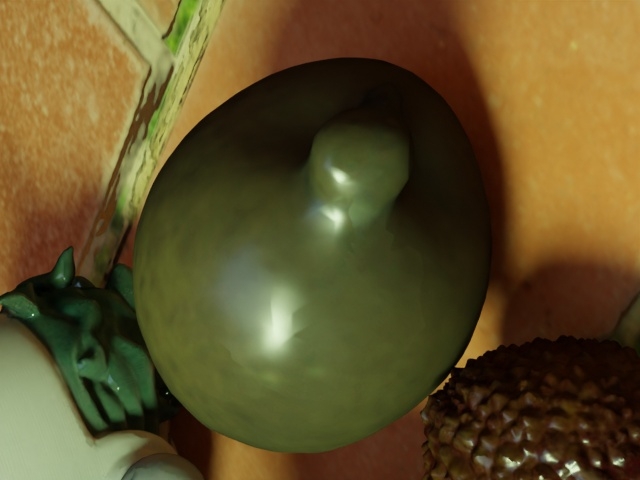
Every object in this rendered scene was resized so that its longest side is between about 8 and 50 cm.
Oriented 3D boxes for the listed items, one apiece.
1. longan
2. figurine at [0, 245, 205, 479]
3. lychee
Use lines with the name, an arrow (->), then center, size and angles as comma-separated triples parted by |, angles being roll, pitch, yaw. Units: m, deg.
longan -> 0.000, 0.000, 0.791 | 0.159, 0.185, 0.204 | 22, 154, -1
figurine -> -0.128, 0.194, 1.009 | 0.261, 0.186, 0.382 | -28, 75, 45
lychee -> 0.099, 0.098, 0.749 | 0.129, 0.123, 0.123 | 2, 103, 45
